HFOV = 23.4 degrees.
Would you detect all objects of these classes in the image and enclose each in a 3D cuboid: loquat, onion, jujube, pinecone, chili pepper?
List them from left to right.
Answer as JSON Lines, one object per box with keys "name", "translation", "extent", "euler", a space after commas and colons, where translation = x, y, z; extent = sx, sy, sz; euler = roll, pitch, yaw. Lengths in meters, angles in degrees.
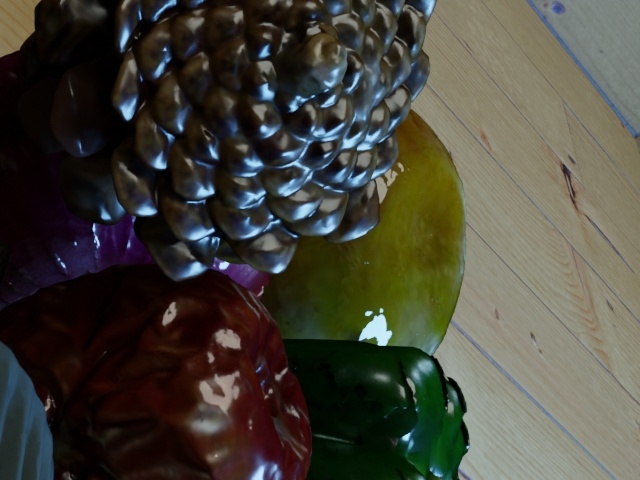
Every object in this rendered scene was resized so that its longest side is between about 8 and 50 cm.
{"name": "onion", "translation": [-0.170, -0.036, 1.131], "extent": [0.272, 0.256, 0.230], "euler": [42, -8, 36]}
{"name": "jujube", "translation": [-0.128, 0.122, 0.980], "extent": [0.213, 0.232, 0.213], "euler": [-20, 90, -78]}
{"name": "pinecone", "translation": [-0.061, -0.109, 0.942], "extent": [0.264, 0.264, 0.264], "euler": [46, 28, -33]}
{"name": "chili pepper", "translation": [-0.007, 0.189, 1.215], "extent": [0.248, 0.256, 0.233], "euler": [16, 62, -61]}
{"name": "loquat", "translation": [0.000, 0.000, 1.439], "extent": [0.276, 0.276, 0.284], "euler": [-37, 116, -67]}

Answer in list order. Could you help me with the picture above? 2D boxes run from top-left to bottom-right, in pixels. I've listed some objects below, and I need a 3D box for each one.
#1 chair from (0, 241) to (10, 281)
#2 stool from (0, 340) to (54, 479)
{"name": "chair", "translation": [-0.388, -0.062, 0.819], "extent": [0.203, 0.416, 0.241], "euler": [-81, -178, -54]}
{"name": "stool", "translation": [-0.261, 0.188, 0.659], "extent": [0.297, 0.297, 0.330], "euler": [49, 21, -28]}
